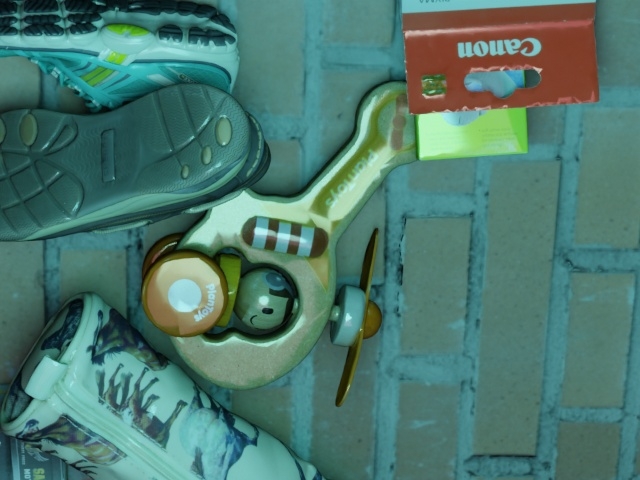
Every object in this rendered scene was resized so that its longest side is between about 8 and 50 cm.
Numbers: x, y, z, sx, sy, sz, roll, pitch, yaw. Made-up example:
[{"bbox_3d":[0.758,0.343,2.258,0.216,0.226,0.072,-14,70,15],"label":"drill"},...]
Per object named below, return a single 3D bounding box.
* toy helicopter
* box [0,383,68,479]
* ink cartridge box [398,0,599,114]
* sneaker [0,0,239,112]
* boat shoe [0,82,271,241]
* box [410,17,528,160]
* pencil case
[{"bbox_3d":[0.000,0.000,1.836,0.235,0.140,0.355,40,93,-9],"label":"toy helicopter"},{"bbox_3d":[-0.356,0.265,1.962,0.183,0.056,0.231,-2,111,-2],"label":"box"},{"bbox_3d":[0.166,-0.242,1.737,0.189,0.066,0.232,-4,84,-1],"label":"ink cartridge box"},{"bbox_3d":[-0.216,-0.170,1.775,0.275,0.107,0.110,8,122,-4],"label":"sneaker"},{"bbox_3d":[-0.208,-0.054,1.784,0.355,0.130,0.132,-6,71,26],"label":"boat shoe"},{"bbox_3d":[0.140,-0.169,1.789,0.109,0.042,0.178,-4,95,-2],"label":"box"},{"bbox_3d":[-0.136,0.222,1.867,0.410,0.183,0.160,40,86,-21],"label":"pencil case"}]
